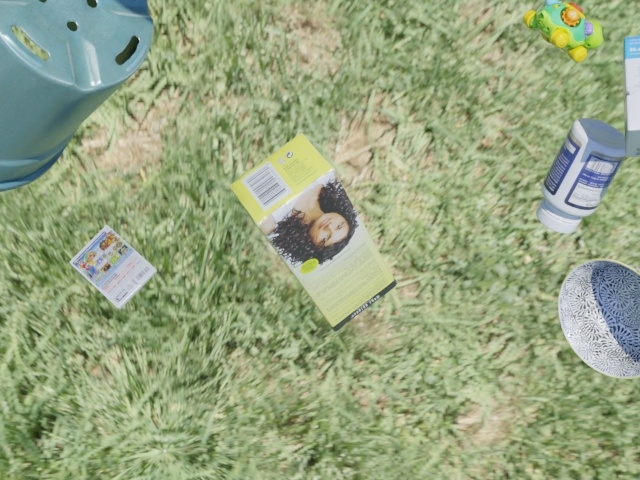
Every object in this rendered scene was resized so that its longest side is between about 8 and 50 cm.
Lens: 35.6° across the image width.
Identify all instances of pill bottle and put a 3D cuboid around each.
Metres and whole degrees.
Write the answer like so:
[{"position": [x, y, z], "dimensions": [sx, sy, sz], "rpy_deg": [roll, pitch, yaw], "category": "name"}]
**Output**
[{"position": [0.401, -0.097, 1.551], "dimensions": [0.094, 0.169, 0.094], "rpy_deg": [14, 35, -10], "category": "pill bottle"}]

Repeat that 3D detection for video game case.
[{"position": [-0.337, 0.042, 1.620], "dimensions": [0.122, 0.011, 0.087], "rpy_deg": [39, 79, 19], "category": "video game case"}]

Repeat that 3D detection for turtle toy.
[{"position": [0.367, -0.313, 1.475], "dimensions": [0.130, 0.095, 0.066], "rpy_deg": [22, 111, -40], "category": "turtle toy"}]

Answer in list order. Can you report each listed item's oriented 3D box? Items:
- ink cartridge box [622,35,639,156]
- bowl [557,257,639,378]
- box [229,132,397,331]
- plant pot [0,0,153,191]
[{"position": [0.461, -0.186, 1.410], "dimensions": [0.060, 0.104, 0.180], "rpy_deg": [-1, 72, 15], "category": "ink cartridge box"}, {"position": [0.418, 0.096, 1.366], "dimensions": [0.080, 0.170, 0.170], "rpy_deg": [-19, 81, -40], "category": "bowl"}, {"position": [0.000, 0.000, 0.953], "dimensions": [0.087, 0.232, 0.058], "rpy_deg": [-37, 57, -2], "category": "box"}, {"position": [-0.426, -0.274, 1.403], "dimensions": [0.341, 0.334, 0.341], "rpy_deg": [14, 68, -38], "category": "plant pot"}]
